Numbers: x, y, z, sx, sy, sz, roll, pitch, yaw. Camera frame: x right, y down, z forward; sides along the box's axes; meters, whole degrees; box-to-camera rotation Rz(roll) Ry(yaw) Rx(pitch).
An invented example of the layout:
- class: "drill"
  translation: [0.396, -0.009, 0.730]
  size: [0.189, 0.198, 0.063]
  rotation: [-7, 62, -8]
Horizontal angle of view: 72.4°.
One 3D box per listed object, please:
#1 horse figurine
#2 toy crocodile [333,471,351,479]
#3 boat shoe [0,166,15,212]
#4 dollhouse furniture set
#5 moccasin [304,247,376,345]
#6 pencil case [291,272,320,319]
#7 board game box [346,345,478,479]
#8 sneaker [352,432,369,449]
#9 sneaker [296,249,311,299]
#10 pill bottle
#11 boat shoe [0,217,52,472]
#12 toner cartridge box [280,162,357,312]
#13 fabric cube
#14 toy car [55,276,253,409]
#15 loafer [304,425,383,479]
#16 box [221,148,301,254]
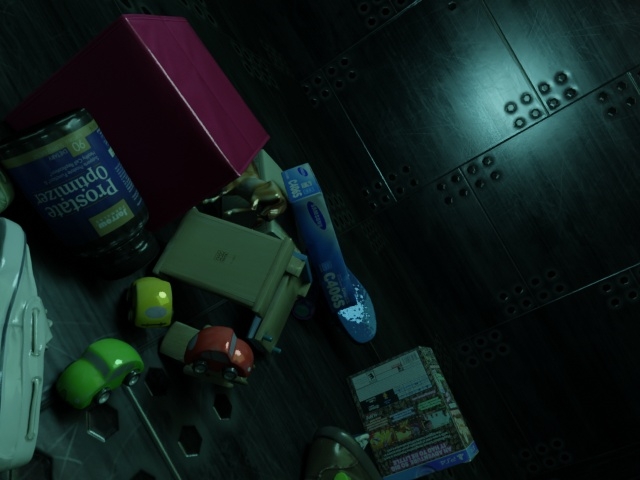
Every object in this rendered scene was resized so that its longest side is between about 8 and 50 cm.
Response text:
- class: "horse figurine"
  translation: [-0.158, -0.098, 0.947]
  size: [0.263, 0.175, 0.066]
  rotation: [31, -37, 37]
- class: "toy crocodile"
  translation: [0.085, 0.537, 0.667]
  size: [0.115, 0.105, 0.340]
  rotation: [71, 0, -52]
- class: "boat shoe"
  translation: [-0.460, -0.139, 0.459]
  size: [0.302, 0.109, 0.094]
  rotation: [63, 0, -22]
- class: "dollhouse furniture set"
  translation: [-0.168, 0.127, 0.846]
  size: [0.303, 0.198, 0.286]
  rotation: [78, 33, -65]
- class: "moccasin"
  translation: [0.058, 0.157, 1.301]
  size: [0.138, 0.116, 0.341]
  rotation: [-13, 62, -25]
- class: "pencil case"
  translation: [-0.038, 0.147, 1.185]
  size: [0.151, 0.065, 0.070]
  rotation: [-79, 152, -65]
- class: "board game box"
  translation: [0.242, 0.465, 1.175]
  size: [0.141, 0.232, 0.290]
  rotation: [28, 37, -59]
- class: "sneaker"
  translation: [0.076, 0.485, 1.009]
  size: [0.135, 0.052, 0.058]
  rotation: [14, 58, -57]
- class: "sneaker"
  translation: [-0.077, 0.047, 1.145]
  size: [0.106, 0.123, 0.290]
  rotation: [43, 23, -38]
- class: "pill bottle"
  translation: [-0.318, -0.057, 0.601]
  size: [0.122, 0.123, 0.219]
  rotation: [-89, 160, -58]
- class: "boat shoe"
  translation: [-0.328, 0.101, 0.450]
  size: [0.084, 0.095, 0.257]
  rotation: [39, 37, -57]
- class: "toner cartridge box"
  translation: [0.000, 0.000, 1.086]
  size: [0.165, 0.075, 0.347]
  rotation: [-113, -177, -55]
- class: "fabric cube"
  translation: [-0.278, -0.190, 0.747]
  size: [0.258, 0.254, 0.259]
  rotation: [53, 18, -20]
- class: "toy car"
  translation: [-0.229, 0.136, 0.580]
  size: [0.239, 0.053, 0.225]
  rotation: [32, 29, 18]
- class: "loafer"
  translation: [0.085, 0.540, 0.852]
  size: [0.366, 0.134, 0.130]
  rotation: [50, 45, -2]
- class: "box"
  translation: [-0.153, -0.067, 1.078]
  size: [0.121, 0.148, 0.311]
  rotation: [45, 24, -42]
